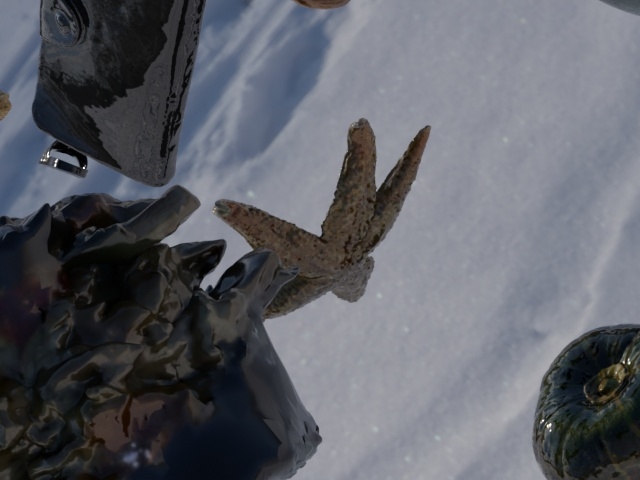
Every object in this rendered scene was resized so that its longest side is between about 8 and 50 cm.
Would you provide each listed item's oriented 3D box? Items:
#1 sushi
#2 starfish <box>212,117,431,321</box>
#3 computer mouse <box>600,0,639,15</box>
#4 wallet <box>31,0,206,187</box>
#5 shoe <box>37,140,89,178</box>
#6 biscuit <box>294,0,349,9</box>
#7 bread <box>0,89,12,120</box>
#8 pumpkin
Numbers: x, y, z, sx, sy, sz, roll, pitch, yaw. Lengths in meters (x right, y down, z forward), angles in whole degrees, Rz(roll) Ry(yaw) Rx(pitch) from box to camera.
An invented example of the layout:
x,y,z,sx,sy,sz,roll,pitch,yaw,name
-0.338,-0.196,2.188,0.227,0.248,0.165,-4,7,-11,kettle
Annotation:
x,y,z,sx,sy,sz,roll,pitch,yaw,name
-0.134,0.086,0.700,0.238,0.219,0.225,-41,-1,-31,sushi
0.006,0.008,1.690,0.375,0.327,0.094,-38,57,-5,starfish
0.468,-0.309,1.480,0.379,0.167,0.090,-11,63,15,computer mouse
-0.222,-0.224,1.496,0.051,0.197,0.377,-54,-11,-40,wallet
-0.387,-0.128,2.110,0.049,0.071,0.179,-70,20,-2,shoe
-0.034,-0.410,1.754,0.205,0.049,0.324,8,45,9,biscuit
-0.497,-0.180,1.994,0.111,0.044,0.083,-41,9,-32,bread
0.396,0.227,1.727,0.260,0.189,0.260,-31,28,19,pumpkin
